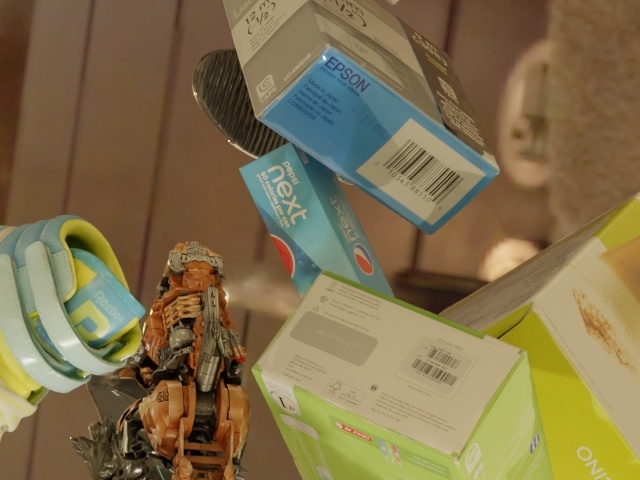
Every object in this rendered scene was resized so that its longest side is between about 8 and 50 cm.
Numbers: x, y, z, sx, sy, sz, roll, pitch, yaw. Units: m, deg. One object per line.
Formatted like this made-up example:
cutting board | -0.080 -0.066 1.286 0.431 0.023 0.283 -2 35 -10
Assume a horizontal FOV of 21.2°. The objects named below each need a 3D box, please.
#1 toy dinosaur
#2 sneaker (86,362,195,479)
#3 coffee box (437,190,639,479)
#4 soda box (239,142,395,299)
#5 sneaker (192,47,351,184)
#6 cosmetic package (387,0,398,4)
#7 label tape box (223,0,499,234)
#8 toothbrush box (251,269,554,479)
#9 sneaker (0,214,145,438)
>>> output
toy dinosaur | -0.130 0.163 1.554 0.164 0.322 0.218 23 141 -5
sneaker | -0.176 0.235 1.802 0.101 0.106 0.267 1 134 34
coffee box | 0.272 0.206 1.887 0.338 0.338 0.334 -34 -178 38
soda box | 0.000 0.000 1.778 0.071 0.210 0.067 -25 -179 26
sneaker | -0.068 -0.154 2.190 0.146 0.122 0.330 15 171 44
cosmetic package | 0.046 -0.376 1.553 0.155 0.197 0.365 41 179 16
label tape box | 0.030 -0.195 1.802 0.249 0.115 0.348 33 -154 -32
toothbrush box | 0.083 0.180 1.512 0.206 0.122 0.283 21 150 29
sneaker | -0.230 0.100 1.145 0.208 0.319 0.127 -12 135 27
